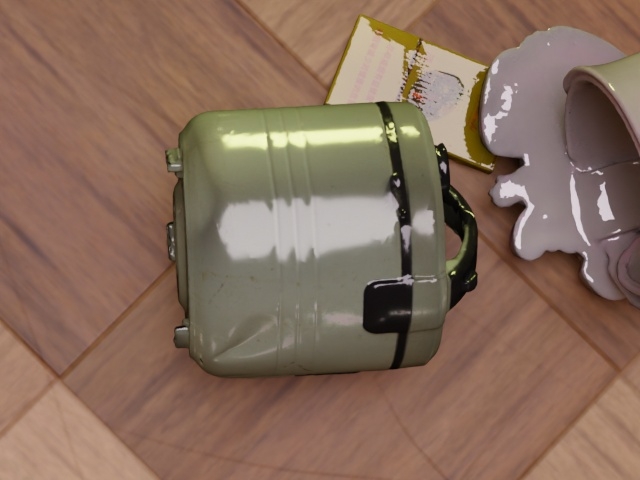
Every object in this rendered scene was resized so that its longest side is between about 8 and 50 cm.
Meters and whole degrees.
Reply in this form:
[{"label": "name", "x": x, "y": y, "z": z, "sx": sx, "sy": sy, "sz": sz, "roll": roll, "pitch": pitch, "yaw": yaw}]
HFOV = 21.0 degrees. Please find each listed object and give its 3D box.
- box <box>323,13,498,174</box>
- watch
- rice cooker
[{"label": "box", "x": 0.089, "y": -0.124, "z": 1.467, "sx": 0.155, "sy": 0.023, "sz": 0.087, "roll": 22, "pitch": 79, "yaw": -2}, {"label": "watch", "x": 0.244, "y": -0.065, "z": 1.365, "sx": 0.196, "sy": 0.231, "sz": 0.244, "roll": -19, "pitch": 91, "yaw": -8}, {"label": "rice cooker", "x": 0.000, "y": 0.000, "z": 1.353, "sx": 0.244, "sy": 0.226, "sz": 0.226, "roll": -6, "pitch": 84, "yaw": -5}]
